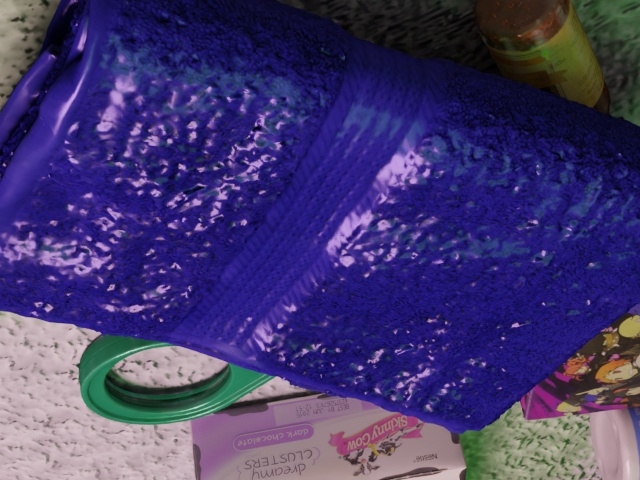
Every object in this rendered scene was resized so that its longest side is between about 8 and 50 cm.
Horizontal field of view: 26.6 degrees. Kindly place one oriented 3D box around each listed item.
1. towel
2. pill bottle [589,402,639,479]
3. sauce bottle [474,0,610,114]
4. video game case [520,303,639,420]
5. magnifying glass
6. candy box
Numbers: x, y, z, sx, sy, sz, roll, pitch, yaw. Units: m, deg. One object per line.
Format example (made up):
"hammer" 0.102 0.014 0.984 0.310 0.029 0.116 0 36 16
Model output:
"towel" 0.000 0.000 0.610 0.308 0.076 0.227 15 145 -22
"pill bottle" 0.252 0.123 0.883 0.137 0.078 0.078 -8 144 -5
"sauce bottle" 0.108 -0.070 0.611 0.042 0.042 0.128 -22 141 16
"video game case" 0.224 0.020 0.765 0.210 0.041 0.232 -6 144 -4
"magnifying glass" -0.027 0.057 0.769 0.231 0.026 0.092 -15 144 9
"candy box" 0.008 0.176 0.899 0.165 0.070 0.196 -9 145 -2
